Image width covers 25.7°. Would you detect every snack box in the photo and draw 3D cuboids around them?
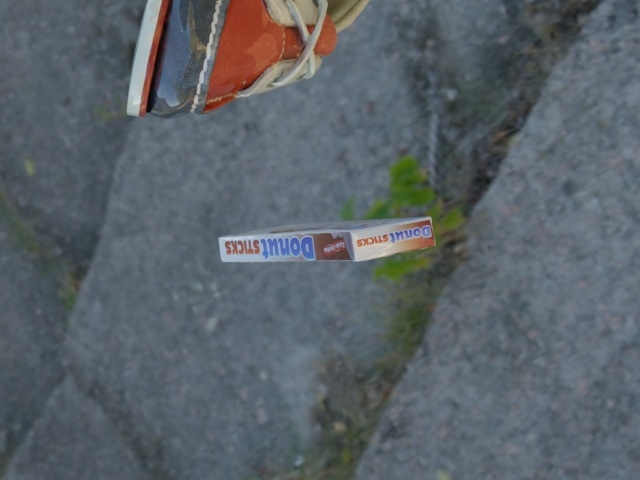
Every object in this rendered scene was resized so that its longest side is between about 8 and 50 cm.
[{"bbox_3d":[0.000,0.000,0.954,0.178,0.064,0.022,-2,97,58],"label":"snack box"}]

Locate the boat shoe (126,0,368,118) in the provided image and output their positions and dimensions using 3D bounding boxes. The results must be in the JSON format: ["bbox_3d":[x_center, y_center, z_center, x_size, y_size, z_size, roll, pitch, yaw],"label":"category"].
[{"bbox_3d":[-0.015,-0.060,0.361,0.043,0.137,0.049,22,113,2],"label":"boat shoe"}]
